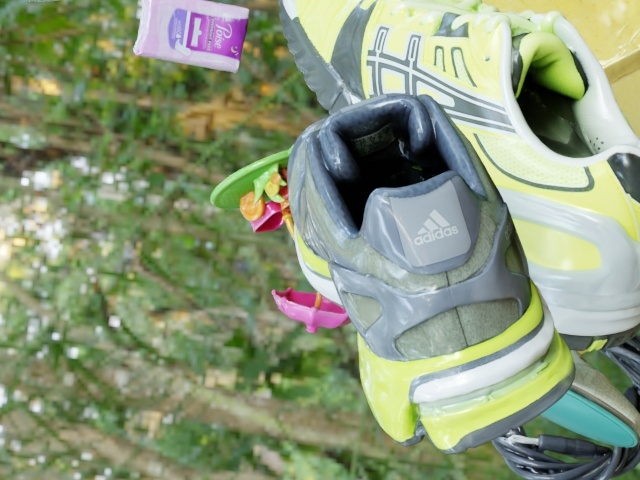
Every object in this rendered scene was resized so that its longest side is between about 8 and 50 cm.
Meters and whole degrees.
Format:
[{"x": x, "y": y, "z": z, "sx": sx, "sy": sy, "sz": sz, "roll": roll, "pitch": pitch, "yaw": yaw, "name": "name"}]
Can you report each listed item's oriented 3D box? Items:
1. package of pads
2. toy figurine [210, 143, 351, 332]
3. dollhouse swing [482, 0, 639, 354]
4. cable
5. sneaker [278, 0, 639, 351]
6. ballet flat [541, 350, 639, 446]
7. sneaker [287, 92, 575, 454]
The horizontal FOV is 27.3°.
[{"x": -0.099, "y": -0.159, "z": 1.000, "sx": 0.032, "sy": 0.083, "sz": 0.050, "roll": -146, "pitch": 65, "yaw": -71, "name": "package of pads"}, {"x": 0.000, "y": 0.000, "z": 1.203, "sx": 0.173, "sy": 0.130, "sz": 0.159, "roll": -32, "pitch": 74, "yaw": 39, "name": "toy figurine"}, {"x": 0.240, "y": -0.107, "z": 1.342, "sx": 0.305, "sy": 0.346, "sz": 0.315, "roll": 50, "pitch": -165, "yaw": -47, "name": "dollhouse swing"}, {"x": 0.218, "y": 0.129, "z": 1.097, "sx": 0.150, "sy": 0.184, "sz": 0.047, "roll": 43, "pitch": 143, "yaw": 34, "name": "cable"}, {"x": 0.108, "y": -0.107, "z": 0.873, "sx": 0.385, "sy": 0.145, "sz": 0.147, "roll": 51, "pitch": 138, "yaw": 32, "name": "sneaker"}, {"x": 0.141, "y": 0.082, "z": 0.872, "sx": 0.057, "sy": 0.168, "sz": 0.052, "roll": 94, "pitch": -160, "yaw": -61, "name": "ballet flat"}, {"x": 0.039, "y": -0.022, "z": 0.646, "sx": 0.300, "sy": 0.111, "sz": 0.121, "roll": -123, "pitch": 14, "yaw": -66, "name": "sneaker"}]
